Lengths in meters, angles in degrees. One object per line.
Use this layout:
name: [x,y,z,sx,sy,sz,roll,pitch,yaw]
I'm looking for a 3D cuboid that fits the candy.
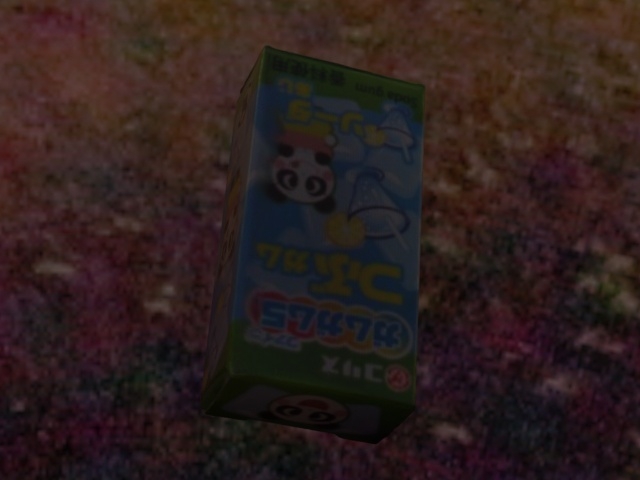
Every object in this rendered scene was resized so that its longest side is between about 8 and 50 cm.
candy: [0.000,0.000,0.702,0.097,0.062,0.194,13,60,-15]
